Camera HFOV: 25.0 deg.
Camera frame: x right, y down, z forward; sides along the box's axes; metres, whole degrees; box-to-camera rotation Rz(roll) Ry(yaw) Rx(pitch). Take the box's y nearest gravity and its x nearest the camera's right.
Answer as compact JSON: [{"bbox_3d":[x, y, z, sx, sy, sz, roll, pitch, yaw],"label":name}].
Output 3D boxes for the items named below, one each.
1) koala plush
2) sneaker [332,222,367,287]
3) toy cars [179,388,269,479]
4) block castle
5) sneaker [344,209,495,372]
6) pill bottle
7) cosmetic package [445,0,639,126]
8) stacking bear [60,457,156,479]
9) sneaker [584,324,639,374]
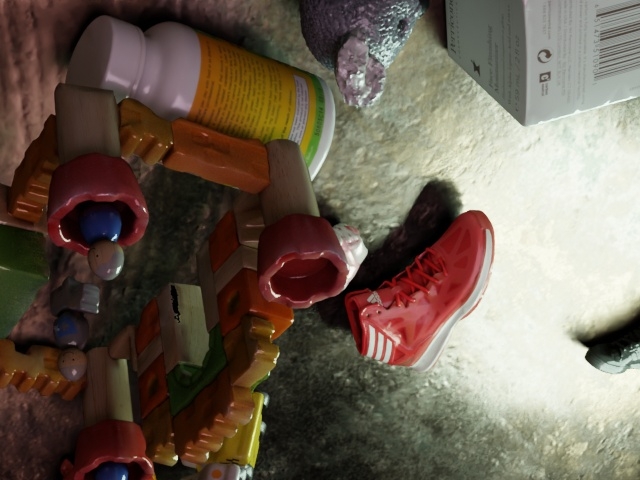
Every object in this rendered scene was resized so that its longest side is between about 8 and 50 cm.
[{"bbox_3d":[0.029,-0.254,1.399,0.203,0.196,0.221,-7,124,-7],"label":"koala plush"},{"bbox_3d":[0.000,0.000,1.621,0.134,0.051,0.070,33,101,-39],"label":"sneaker"},{"bbox_3d":[-0.120,0.260,1.563,0.087,0.394,0.177,11,104,1],"label":"toy cars"},{"bbox_3d":[-0.206,0.085,1.391,0.303,0.213,0.453,16,134,-33],"label":"block castle"},{"bbox_3d":[0.110,0.057,1.685,0.128,0.087,0.221,9,114,-30],"label":"sneaker"},{"bbox_3d":[-0.120,-0.135,1.424,0.245,0.136,0.136,17,112,-32],"label":"pill bottle"},{"bbox_3d":[0.233,-0.237,1.492,0.151,0.184,0.151,-16,125,-15],"label":"cosmetic package"},{"bbox_3d":[-0.201,0.363,1.699,0.164,0.175,0.289,-37,119,-8],"label":"stacking bear"},{"bbox_3d":[0.427,0.128,1.898,0.170,0.051,0.089,5,117,-32],"label":"sneaker"}]
